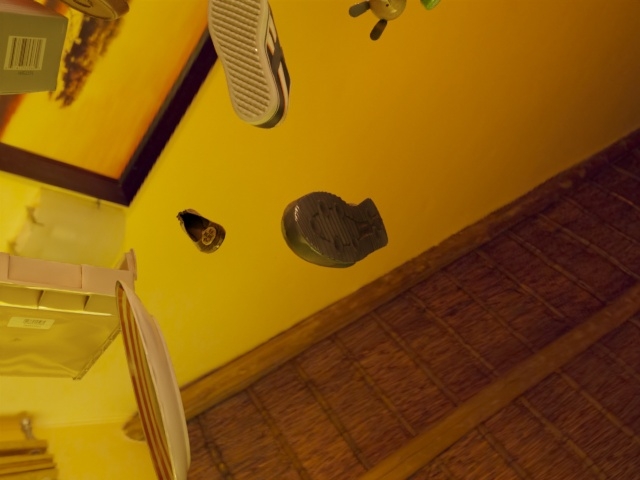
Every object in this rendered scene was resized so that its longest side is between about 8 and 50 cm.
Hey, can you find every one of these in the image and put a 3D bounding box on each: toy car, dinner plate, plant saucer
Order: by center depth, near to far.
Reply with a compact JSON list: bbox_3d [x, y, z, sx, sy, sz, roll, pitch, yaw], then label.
[{"bbox_3d":[-0.097,0.090,0.329,0.141,0.017,0.141,40,-44,54],"label":"dinner plate"},{"bbox_3d":[-0.447,-0.461,1.049,0.168,0.168,0.029,15,-94,40],"label":"plant saucer"},{"bbox_3d":[0.159,-0.565,1.289,0.188,0.149,0.155,-41,-97,17],"label":"toy car"}]

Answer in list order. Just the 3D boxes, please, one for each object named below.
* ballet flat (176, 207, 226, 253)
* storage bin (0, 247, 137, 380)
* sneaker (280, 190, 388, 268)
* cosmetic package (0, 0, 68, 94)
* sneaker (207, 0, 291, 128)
[{"bbox_3d":[-0.309,-0.033,1.413,0.084,0.058,0.250,-51,-145,-4],"label":"ballet flat"},{"bbox_3d":[-0.441,0.095,0.816,0.260,0.262,0.123,-44,-132,35],"label":"storage bin"},{"bbox_3d":[0.000,0.000,0.832,0.131,0.319,0.112,-21,-98,22],"label":"sneaker"},{"bbox_3d":[-0.433,-0.265,0.643,0.238,0.127,0.107,27,-66,10],"label":"cosmetic package"},{"bbox_3d":[-0.137,-0.374,1.105,0.126,0.127,0.321,-9,-94,15],"label":"sneaker"}]
